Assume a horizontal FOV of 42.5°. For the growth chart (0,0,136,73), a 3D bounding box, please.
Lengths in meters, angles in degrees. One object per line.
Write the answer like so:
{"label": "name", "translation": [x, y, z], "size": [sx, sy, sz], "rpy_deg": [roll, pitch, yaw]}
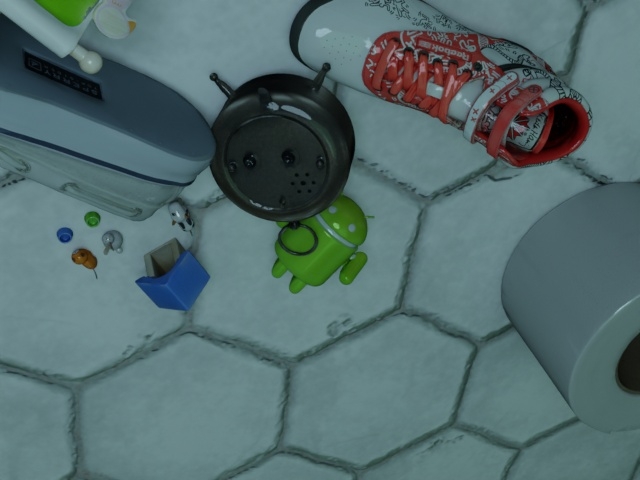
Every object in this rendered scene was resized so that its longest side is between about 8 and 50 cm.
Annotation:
{"label": "growth chart", "translation": [-0.165, -0.248, 0.547], "size": [0.172, 0.021, 0.237], "rpy_deg": [28, 77, -37]}

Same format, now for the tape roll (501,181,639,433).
{"label": "tape roll", "translation": [0.356, 0.077, 0.957], "size": [0.246, 0.169, 0.246], "rpy_deg": [-10, 129, -13]}

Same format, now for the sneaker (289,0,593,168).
{"label": "sneaker", "translation": [0.114, -0.140, 0.721], "size": [0.270, 0.145, 0.090], "rpy_deg": [9, 122, -25]}

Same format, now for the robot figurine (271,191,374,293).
{"label": "robot figurine", "translation": [0.000, 0.000, 0.835], "size": [0.101, 0.067, 0.115], "rpy_deg": [43, 107, -6]}

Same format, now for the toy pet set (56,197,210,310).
{"label": "toy pet set", "translation": [-0.168, 0.018, 0.789], "size": [0.122, 0.065, 0.114], "rpy_deg": [-30, 130, 4]}

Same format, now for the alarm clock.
{"label": "alarm clock", "translation": [-0.032, -0.063, 0.751], "size": [0.129, 0.064, 0.192], "rpy_deg": [-3, 124, 11]}

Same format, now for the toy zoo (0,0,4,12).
{"label": "toy zoo", "translation": [-0.310, -0.248, 0.478], "size": [0.293, 0.192, 0.030], "rpy_deg": [27, 156, -34]}

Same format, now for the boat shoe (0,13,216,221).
{"label": "boat shoe", "translation": [-0.273, -0.098, 0.638], "size": [0.367, 0.136, 0.156], "rpy_deg": [20, 127, -39]}
